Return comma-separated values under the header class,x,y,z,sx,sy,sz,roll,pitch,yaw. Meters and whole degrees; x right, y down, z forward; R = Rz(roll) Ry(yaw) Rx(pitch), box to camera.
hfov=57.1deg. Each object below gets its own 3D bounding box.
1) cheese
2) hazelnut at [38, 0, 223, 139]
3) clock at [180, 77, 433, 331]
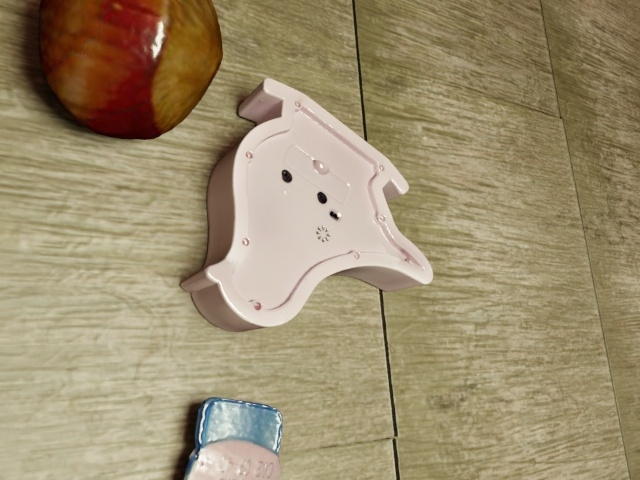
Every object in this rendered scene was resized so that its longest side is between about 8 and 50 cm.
class,x,y,z,sx,sy,sz,roll,pitch,yaw
cheese,-0.091,0.293,0.537,0.189,0.074,0.286,18,67,-31
hazelnut,-0.180,-0.199,0.585,0.170,0.160,0.202,57,14,-23
clock,0.000,0.000,0.687,0.290,0.080,0.275,30,61,-24
